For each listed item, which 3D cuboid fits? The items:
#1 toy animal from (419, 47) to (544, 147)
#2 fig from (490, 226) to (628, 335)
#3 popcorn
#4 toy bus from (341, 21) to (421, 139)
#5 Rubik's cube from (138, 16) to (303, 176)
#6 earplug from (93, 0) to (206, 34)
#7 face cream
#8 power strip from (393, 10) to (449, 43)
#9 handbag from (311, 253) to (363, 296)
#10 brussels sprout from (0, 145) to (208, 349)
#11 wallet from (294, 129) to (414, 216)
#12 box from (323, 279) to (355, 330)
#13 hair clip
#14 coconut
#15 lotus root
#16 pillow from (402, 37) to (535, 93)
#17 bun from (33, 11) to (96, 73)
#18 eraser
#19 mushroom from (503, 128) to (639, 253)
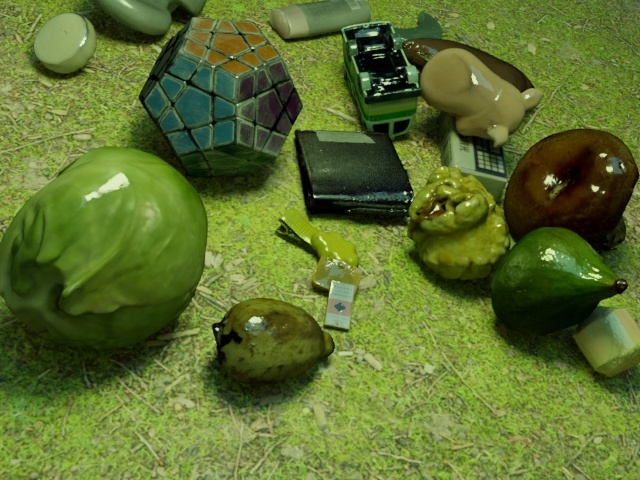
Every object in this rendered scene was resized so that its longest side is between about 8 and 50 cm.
[{"bbox_3d":[0.330,-0.315,1.597,0.250,0.154,0.166,36,91,14],"label":"toy animal"},{"bbox_3d":[0.437,0.084,1.296,0.203,0.203,0.235,-25,26,-34],"label":"fig"},{"bbox_3d":[0.267,-0.037,1.402,0.200,0.203,0.226,12,63,8],"label":"popcorn"},{"bbox_3d":[0.133,-0.370,1.706,0.133,0.165,0.276,-9,48,-5],"label":"toy bus"},{"bbox_3d":[-0.195,-0.273,1.440,0.319,0.319,0.264,24,20,6],"label":"Rubik's cube"},{"bbox_3d":[-0.401,-0.598,1.755,0.214,0.175,0.325,42,50,14],"label":"earplug"},{"bbox_3d":[0.003,-0.587,1.938,0.269,0.073,0.107,-19,50,-31],"label":"face cream"},{"bbox_3d":[0.265,-0.565,2.016,0.216,0.044,0.137,-24,59,-33],"label":"power strip"},{"bbox_3d":[0.030,0.066,1.337,0.083,0.027,0.061,20,75,1],"label":"handbag"},{"bbox_3d":[-0.318,0.014,1.122,0.328,0.328,0.247,-18,30,-30],"label":"brussels sprout"},{"bbox_3d":[0.064,-0.143,1.546,0.221,0.071,0.262,-1,44,-11],"label":"wallet"},{"bbox_3d":[0.034,0.114,1.298,0.046,0.012,0.083,12,68,-6],"label":"box"},{"bbox_3d":[0.000,0.000,1.394,0.173,0.046,0.072,34,51,13],"label":"hair clip"},{"bbox_3d":[0.520,0.174,1.336,0.116,0.116,0.122,-11,57,-25],"label":"coconut"},{"bbox_3d":[-0.071,0.158,1.174,0.214,0.138,0.138,0,46,-31],"label":"lotus root"},{"bbox_3d":[0.378,-0.412,1.812,0.308,0.108,0.305,31,22,19],"label":"pillow"},{"bbox_3d":[-0.542,-0.417,1.603,0.138,0.094,0.138,-6,67,13],"label":"bun"},{"bbox_3d":[0.340,-0.210,1.672,0.124,0.081,0.279,11,45,-6],"label":"eraser"},{"bbox_3d":[0.510,-0.097,1.525,0.267,0.254,0.267,-5,72,15],"label":"mushroom"}]
